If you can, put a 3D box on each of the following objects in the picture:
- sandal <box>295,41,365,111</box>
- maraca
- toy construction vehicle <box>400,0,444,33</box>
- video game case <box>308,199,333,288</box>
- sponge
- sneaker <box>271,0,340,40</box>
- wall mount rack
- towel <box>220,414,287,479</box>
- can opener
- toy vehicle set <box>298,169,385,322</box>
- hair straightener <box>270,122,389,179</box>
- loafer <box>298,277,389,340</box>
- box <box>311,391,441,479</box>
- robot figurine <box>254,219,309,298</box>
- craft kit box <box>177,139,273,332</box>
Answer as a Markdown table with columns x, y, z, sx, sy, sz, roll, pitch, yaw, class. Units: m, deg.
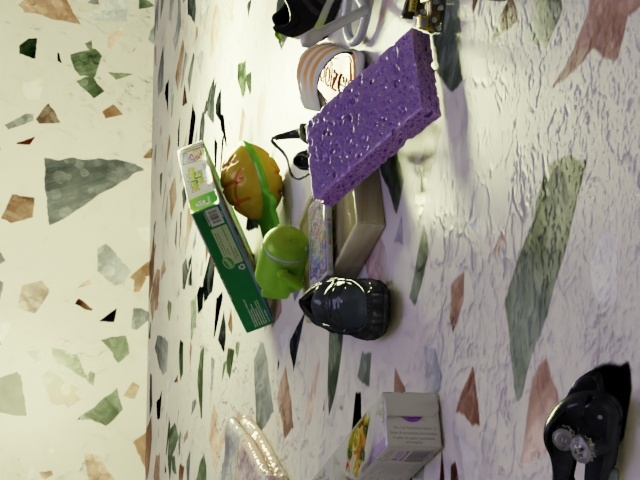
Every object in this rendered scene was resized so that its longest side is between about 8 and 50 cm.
| x | y | z | sx | sy | sz | roll | pitch | yaw | class |
| --- | --- | --- | --- | --- | --- | --- | --- | --- | --- |
| -0.002 | -0.224 | 1.764 | 0.265 | 0.076 | 0.102 | -133 | 49 | -70 | sandal |
| -0.106 | -0.082 | 2.093 | 0.127 | 0.099 | 0.185 | 98 | 152 | -52 | maraca |
| 0.112 | -0.282 | 1.427 | 0.086 | 0.035 | 0.098 | -151 | 66 | -74 | toy construction vehicle |
| 0.000 | 0.000 | 1.679 | 0.087 | 0.011 | 0.122 | 130 | 141 | -66 | video game case |
| 0.057 | -0.140 | 1.472 | 0.210 | 0.031 | 0.117 | -39 | 46 | 43 | sponge |
| -0.018 | -0.375 | 1.827 | 0.084 | 0.097 | 0.234 | -101 | 21 | -44 | sneaker |
| 0.030 | -0.392 | 1.585 | 0.304 | 0.130 | 0.350 | -109 | 27 | -57 | wall mount rack |
| -0.121 | 0.485 | 2.079 | 0.317 | 0.053 | 0.332 | -140 | 55 | -72 | towel |
| 0.196 | 0.193 | 0.967 | 0.059 | 0.073 | 0.186 | 17 | 109 | 35 | can opener |
| 0.023 | -0.022 | 1.696 | 0.267 | 0.035 | 0.166 | 117 | 153 | -56 | toy vehicle set |
| 0.005 | -0.111 | 1.593 | 0.230 | 0.047 | 0.089 | 6 | 76 | 51 | hair straightener |
| 0.028 | 0.083 | 1.561 | 0.223 | 0.078 | 0.076 | 173 | 100 | -75 | loafer |
| 0.054 | 0.258 | 1.443 | 0.324 | 0.067 | 0.063 | 117 | 154 | -58 | box |
| -0.053 | 0.028 | 1.764 | 0.101 | 0.067 | 0.115 | -96 | 18 | -52 | robot figurine |
| -0.162 | -0.009 | 2.143 | 0.246 | 0.061 | 0.250 | -106 | -5 | -60 | craft kit box |
